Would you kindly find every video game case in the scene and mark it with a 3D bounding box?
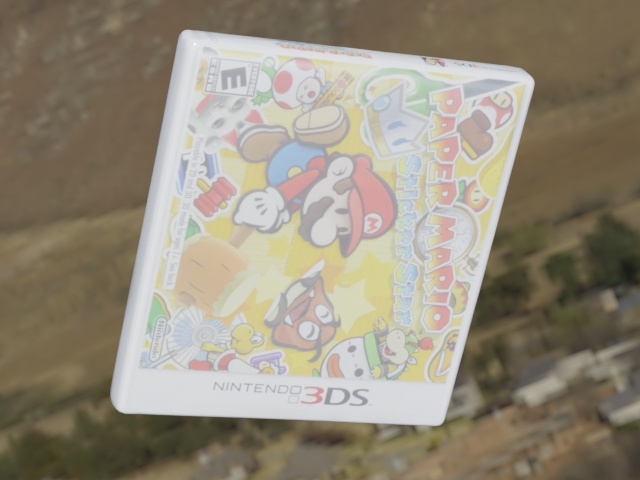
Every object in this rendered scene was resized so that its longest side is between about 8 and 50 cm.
[{"bbox_3d":[0.000,0.000,1.110,0.206,0.227,0.026,4,23,-21],"label":"video game case"}]
